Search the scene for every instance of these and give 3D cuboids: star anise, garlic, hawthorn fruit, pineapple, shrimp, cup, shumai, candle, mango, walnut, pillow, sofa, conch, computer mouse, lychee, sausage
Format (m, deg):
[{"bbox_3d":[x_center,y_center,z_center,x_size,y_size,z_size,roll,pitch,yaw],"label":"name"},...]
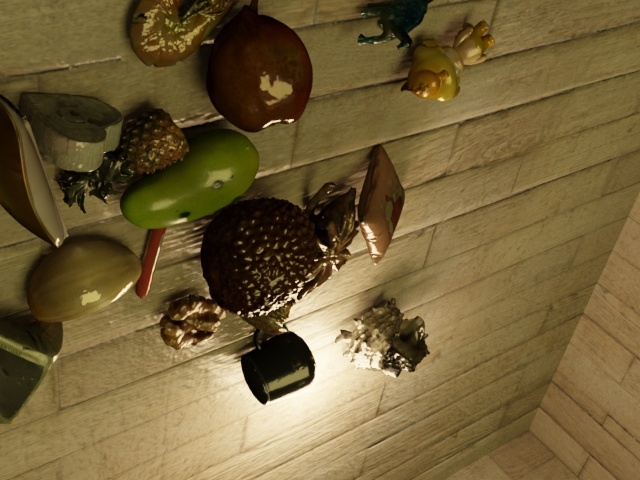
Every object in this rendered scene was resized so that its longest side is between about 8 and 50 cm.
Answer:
[{"bbox_3d":[0.000,0.002,2.138,0.292,0.109,0.349,-58,157,-8],"label":"star anise"},{"bbox_3d":[-0.462,0.076,1.741,0.245,0.145,0.164,-24,171,-30],"label":"garlic"},{"bbox_3d":[-0.117,-0.334,1.627,0.208,0.208,0.248,-26,124,-26],"label":"hawthorn fruit"},{"bbox_3d":[-0.369,-0.142,1.617,0.251,0.125,0.125,-33,143,-9],"label":"pineapple"},{"bbox_3d":[-0.224,-0.413,1.539,0.267,0.061,0.145,-36,135,-10],"label":"shrimp"},{"bbox_3d":[-0.120,0.315,2.303,0.176,0.169,0.223,-24,105,-18],"label":"cup"},{"bbox_3d":[-0.126,0.168,2.185,0.116,0.145,0.145,-63,148,-15],"label":"shumai"},{"bbox_3d":[-0.430,-0.191,1.482,0.168,0.192,0.068,20,117,-5],"label":"candle"},{"bbox_3d":[-0.255,-0.114,1.727,0.293,0.143,0.175,-30,161,-12],"label":"mango"},{"bbox_3d":[-0.304,0.185,2.039,0.170,0.069,0.143,13,113,-52],"label":"walnut"},{"bbox_3d":[0.148,-0.085,2.174,0.236,0.084,0.223,62,41,-55],"label":"pillow"},{"bbox_3d":[-0.647,0.219,1.714,0.225,0.176,0.210,28,105,-24],"label":"sofa"},{"bbox_3d":[0.191,0.279,2.575,0.313,0.186,0.240,14,106,-29],"label":"conch"},{"bbox_3d":[-0.512,-0.109,1.463,0.072,0.158,0.310,-41,147,-31],"label":"computer mouse"},{"bbox_3d":[-0.128,0.031,1.906,0.267,0.267,0.267,-27,141,-25],"label":"lychee"},{"bbox_3d":[-0.356,0.024,1.854,0.034,0.034,0.253,-8,131,-41],"label":"sausage"}]

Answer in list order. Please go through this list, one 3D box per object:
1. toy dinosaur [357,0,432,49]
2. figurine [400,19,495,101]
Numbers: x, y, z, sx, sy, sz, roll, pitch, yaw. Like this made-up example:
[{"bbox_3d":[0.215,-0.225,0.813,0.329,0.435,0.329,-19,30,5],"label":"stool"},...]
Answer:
[{"bbox_3d":[0.167,-0.462,1.820,0.363,0.147,0.076,-55,139,-51],"label":"toy dinosaur"},{"bbox_3d":[0.291,-0.412,2.013,0.246,0.131,0.156,-35,109,-13],"label":"figurine"}]
